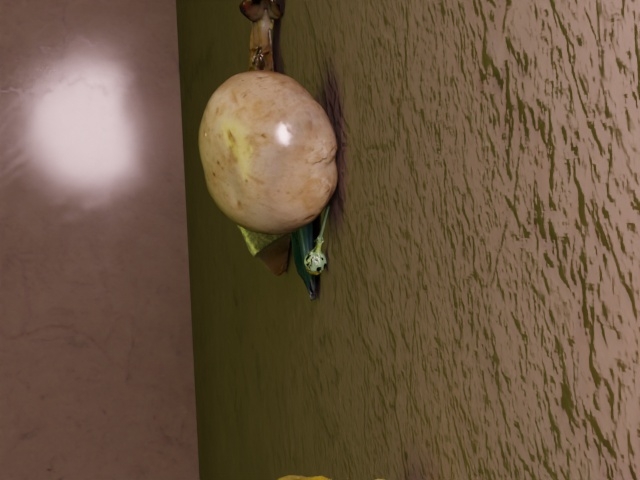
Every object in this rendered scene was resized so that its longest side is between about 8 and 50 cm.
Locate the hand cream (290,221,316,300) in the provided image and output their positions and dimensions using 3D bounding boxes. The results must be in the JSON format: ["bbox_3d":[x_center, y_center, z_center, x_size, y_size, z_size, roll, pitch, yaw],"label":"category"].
[{"bbox_3d":[-0.023,-0.050,1.617,0.083,0.048,0.224,-119,23,-64],"label":"hand cream"}]

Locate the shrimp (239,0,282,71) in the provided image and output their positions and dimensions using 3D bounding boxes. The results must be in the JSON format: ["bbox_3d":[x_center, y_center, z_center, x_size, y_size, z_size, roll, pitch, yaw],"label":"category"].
[{"bbox_3d":[-0.067,-0.182,1.764,0.290,0.054,0.222,-96,6,-73],"label":"shrimp"}]

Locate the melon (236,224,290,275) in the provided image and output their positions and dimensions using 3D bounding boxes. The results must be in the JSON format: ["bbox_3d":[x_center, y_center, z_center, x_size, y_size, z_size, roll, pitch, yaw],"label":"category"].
[{"bbox_3d":[-0.088,-0.051,1.854,0.098,0.054,0.182,73,171,-70],"label":"melon"}]

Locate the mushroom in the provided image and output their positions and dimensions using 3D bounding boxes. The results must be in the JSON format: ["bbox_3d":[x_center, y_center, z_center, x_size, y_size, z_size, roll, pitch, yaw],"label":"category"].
[{"bbox_3d":[-0.046,-0.087,1.494,0.166,0.127,0.166,41,142,44],"label":"mushroom"}]

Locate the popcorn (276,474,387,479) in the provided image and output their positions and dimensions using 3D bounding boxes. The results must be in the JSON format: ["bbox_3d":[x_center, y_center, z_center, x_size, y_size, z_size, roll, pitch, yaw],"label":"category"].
[{"bbox_3d":[-0.018,0.308,1.179,0.252,0.215,0.286,-96,12,-56],"label":"popcorn"}]

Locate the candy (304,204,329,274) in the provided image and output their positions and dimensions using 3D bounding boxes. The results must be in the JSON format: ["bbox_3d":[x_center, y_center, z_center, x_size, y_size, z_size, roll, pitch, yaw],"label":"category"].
[{"bbox_3d":[0.000,0.000,1.550,0.023,0.025,0.083,32,130,23],"label":"candy"}]
